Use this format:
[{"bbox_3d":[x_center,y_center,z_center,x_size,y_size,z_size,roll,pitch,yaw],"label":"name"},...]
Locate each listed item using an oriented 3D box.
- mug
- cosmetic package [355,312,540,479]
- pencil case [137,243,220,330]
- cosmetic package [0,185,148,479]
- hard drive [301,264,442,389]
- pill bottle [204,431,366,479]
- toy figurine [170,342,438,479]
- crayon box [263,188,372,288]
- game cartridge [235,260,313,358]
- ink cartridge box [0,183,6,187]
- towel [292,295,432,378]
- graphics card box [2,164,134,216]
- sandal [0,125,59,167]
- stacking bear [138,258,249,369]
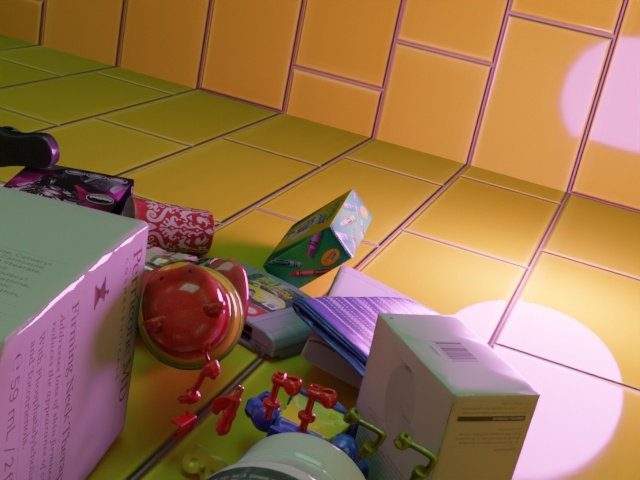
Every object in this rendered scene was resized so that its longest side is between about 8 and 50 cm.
[{"bbox_3d":[-0.317,-0.033,1.973,0.169,0.113,0.150,6,22,-24],"label":"mug"},{"bbox_3d":[0.157,0.248,1.309,0.138,0.224,0.224,5,21,-25],"label":"cosmetic package"},{"bbox_3d":[-0.350,0.056,1.618,0.411,0.159,0.183,18,-17,14],"label":"pencil case"},{"bbox_3d":[-0.433,0.143,1.111,0.328,0.329,0.393,13,21,6],"label":"cosmetic package"},{"bbox_3d":[0.107,0.168,1.683,0.233,0.047,0.353,28,21,0],"label":"hard drive"},{"bbox_3d":[-0.077,0.346,0.946,0.204,0.204,0.361,17,22,14],"label":"pill bottle"},{"bbox_3d":[0.011,0.252,1.294,0.363,0.191,0.217,20,17,19],"label":"toy figurine"},{"bbox_3d":[0.000,0.000,1.969,0.081,0.165,0.278,56,19,-9],"label":"crayon box"},{"bbox_3d":[-0.121,0.119,1.757,0.294,0.060,0.196,27,21,35],"label":"game cartridge"},{"bbox_3d":[-0.751,-0.134,2.067,0.181,0.061,0.104,2,22,-26],"label":"ink cartridge box"},{"bbox_3d":[0.129,0.171,1.599,0.243,0.040,0.336,40,22,34],"label":"towel"},{"bbox_3d":[-0.527,-0.054,1.934,0.233,0.094,0.371,10,19,-2],"label":"graphics card box"},{"bbox_3d":[-0.655,-0.201,2.043,0.255,0.097,0.054,13,27,22],"label":"sandal"},{"bbox_3d":[-0.184,0.100,1.348,0.176,0.164,0.289,-8,-6,-5],"label":"stacking bear"}]
